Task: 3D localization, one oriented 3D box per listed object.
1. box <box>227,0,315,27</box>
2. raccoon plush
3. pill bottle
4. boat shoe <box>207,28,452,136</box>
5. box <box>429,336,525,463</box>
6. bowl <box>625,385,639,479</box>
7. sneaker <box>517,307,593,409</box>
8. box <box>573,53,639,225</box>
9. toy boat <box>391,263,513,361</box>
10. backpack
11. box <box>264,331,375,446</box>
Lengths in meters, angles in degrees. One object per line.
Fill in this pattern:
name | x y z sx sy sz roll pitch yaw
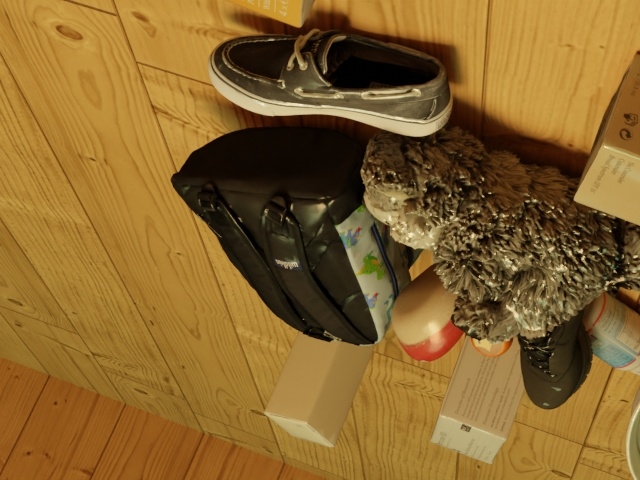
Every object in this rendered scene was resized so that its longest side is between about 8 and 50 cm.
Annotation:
box | -0.140 -0.369 1.196 0.345 0.168 0.215 21 159 6
raccoon plush | 0.261 -0.075 1.573 0.447 0.216 0.299 -21 124 21
pill bottle | 0.426 0.134 1.910 0.160 0.087 0.087 33 157 -23
boat shoe | 0.005 -0.200 1.533 0.301 0.108 0.102 16 155 17
box | 0.273 0.258 2.226 0.119 0.181 0.181 20 159 8
bowl | 0.568 0.244 1.880 0.298 0.134 0.297 -1 118 -1
sneaker | 0.308 0.123 1.801 0.109 0.130 0.286 22 129 30
box | 0.442 -0.064 1.384 0.311 0.121 0.148 21 158 7
toy boat | 0.212 0.095 1.820 0.151 0.231 0.151 57 153 -9
backpack | 0.000 0.000 1.856 0.290 0.273 0.355 5 131 34
box | 0.015 0.195 2.210 0.094 0.275 0.113 9 155 35
